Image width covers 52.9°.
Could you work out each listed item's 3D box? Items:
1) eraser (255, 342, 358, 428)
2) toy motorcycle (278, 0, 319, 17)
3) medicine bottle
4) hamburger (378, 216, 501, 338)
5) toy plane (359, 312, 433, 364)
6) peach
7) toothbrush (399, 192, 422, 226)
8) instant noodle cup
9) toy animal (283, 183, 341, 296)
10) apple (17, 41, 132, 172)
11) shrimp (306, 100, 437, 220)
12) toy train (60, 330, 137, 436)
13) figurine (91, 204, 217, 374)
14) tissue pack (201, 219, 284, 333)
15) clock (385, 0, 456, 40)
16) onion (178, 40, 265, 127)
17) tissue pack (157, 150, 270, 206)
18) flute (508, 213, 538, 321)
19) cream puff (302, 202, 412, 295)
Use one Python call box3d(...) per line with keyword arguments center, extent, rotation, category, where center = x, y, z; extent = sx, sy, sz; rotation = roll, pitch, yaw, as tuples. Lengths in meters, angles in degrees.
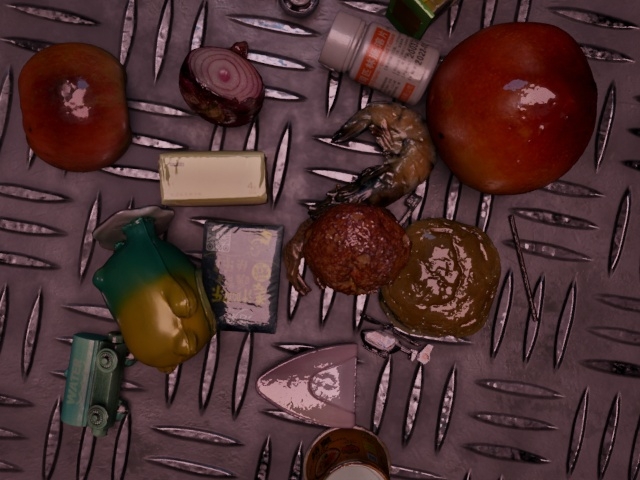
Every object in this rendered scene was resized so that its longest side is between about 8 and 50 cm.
box3d(center=(-0.033, 0.339, 1.529), extent=(0.244, 0.059, 0.204), rotation=(3, 93, -6), category="eraser")
box3d(center=(-0.113, -0.680, 1.459), extent=(0.341, 0.108, 0.222), rotation=(35, 91, -5), category="toy motorcycle")
box3d(center=(0.132, -0.417, 1.464), extent=(0.252, 0.144, 0.144), rotation=(25, 91, -1), category="medicine bottle")
box3d(center=(0.278, 0.092, 1.494), extent=(0.266, 0.134, 0.284), rotation=(12, 90, -5), category="hamburger")
box3d(center=(0.171, 0.248, 1.538), extent=(0.197, 0.053, 0.078), rotation=(24, 82, 1), category="toy plane")
box3d(center=(0.408, -0.281, 1.365), extent=(0.389, 0.388, 0.387), rotation=(0, 92, -2), category="peach")
box3d(center=(0.147, 0.010, 1.536), extent=(0.031, 0.030, 0.297), rotation=(36, 90, 5), category="toothbrush")
box3d(center=(0.070, 0.556, 1.485), extent=(0.216, 0.172, 0.215), rotation=(0, 93, -4), category="instant noodle cup")
box3d(center=(-0.010, -0.001, 1.520), extent=(0.149, 0.054, 0.275), rotation=(6, 91, -5), category="toy animal")
box3d(center=(-0.559, -0.305, 1.432), extent=(0.252, 0.163, 0.292), rotation=(-5, 91, -3), category="apple")
box3d(center=(0.106, -0.183, 1.485), extent=(0.365, 0.071, 0.233), rotation=(-30, 95, -13), category="shrimp")
box3d(center=(-0.527, 0.326, 1.501), extent=(0.159, 0.101, 0.248), rotation=(11, 92, 13), category="toy train")
box3d(center=(-0.361, 0.115, 1.394), extent=(0.232, 0.323, 0.339), rotation=(-12, 69, -35), category="figurine")
box3d(center=(-0.186, 0.084, 1.501), extent=(0.186, 0.081, 0.256), rotation=(4, 92, -1), category="tissue pack")
box3d(center=(0.280, -0.579, 1.423), extent=(0.255, 0.220, 0.106), rotation=(-43, 92, -1), category="clock")
box3d(center=(-0.217, -0.364, 1.463), extent=(0.195, 0.139, 0.218), rotation=(18, 57, -9), category="onion")
box3d(center=(-0.235, -0.139, 1.451), extent=(0.235, 0.159, 0.125), rotation=(-2, 92, -2), category="tissue pack")
box3d(center=(0.492, 0.067, 1.560), extent=(0.014, 0.014, 0.269), rotation=(-14, 93, -1), category="flute")
box3d(center=(0.081, 0.026, 1.403), extent=(0.240, 0.240, 0.163), rotation=(-14, 48, -1), category="cream puff")
